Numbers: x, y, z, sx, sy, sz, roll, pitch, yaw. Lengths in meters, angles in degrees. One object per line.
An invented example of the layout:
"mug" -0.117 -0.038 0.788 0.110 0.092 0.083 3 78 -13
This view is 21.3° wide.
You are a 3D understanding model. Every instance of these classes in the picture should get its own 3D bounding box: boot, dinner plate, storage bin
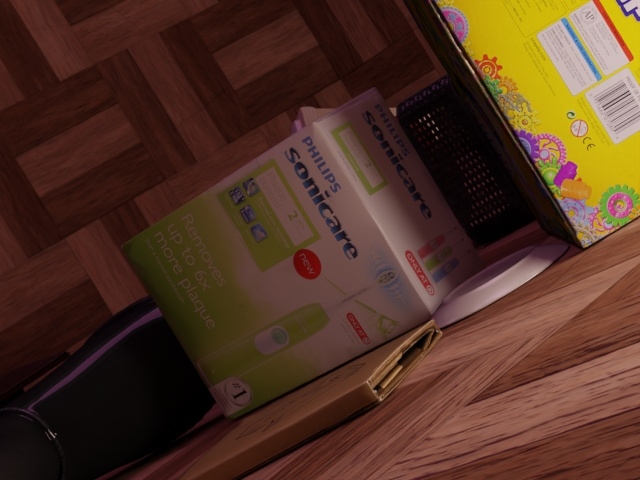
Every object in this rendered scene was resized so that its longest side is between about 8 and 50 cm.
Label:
"boot" -0.293 0.219 1.624 0.367 0.146 0.445 -39 -3 20
"dinner plate" 0.147 0.035 1.446 0.141 0.017 0.141 -32 4 2
"storage bin" 0.179 -0.102 1.854 0.084 0.180 0.122 -29 4 37

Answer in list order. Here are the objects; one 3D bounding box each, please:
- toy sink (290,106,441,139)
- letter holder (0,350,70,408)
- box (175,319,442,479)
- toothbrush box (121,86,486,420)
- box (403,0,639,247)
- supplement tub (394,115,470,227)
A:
"toy sink" 0.025 -0.073 2.115 0.234 0.131 0.152 -3 -42 -14
"letter holder" -0.413 0.276 2.031 0.302 0.152 0.214 -33 5 -35
"box" -0.011 0.134 1.332 0.201 0.021 0.164 -31 2 25
"toothbrush box" -0.019 0.017 1.615 0.283 0.206 0.122 -29 3 37
"box" 0.208 -0.166 1.483 0.177 0.290 0.279 -32 3 2
"supplement tub" 0.000 0.000 1.903 0.316 0.193 0.193 -33 3 -18
